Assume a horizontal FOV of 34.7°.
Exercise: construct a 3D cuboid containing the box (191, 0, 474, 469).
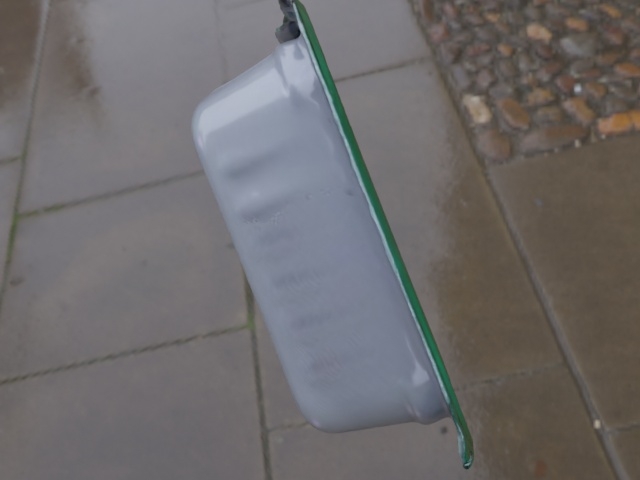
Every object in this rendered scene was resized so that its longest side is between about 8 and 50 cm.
[{"bbox_3d":[0.000,0.000,0.742,0.106,0.336,0.264,-21,2,4],"label":"box"}]
